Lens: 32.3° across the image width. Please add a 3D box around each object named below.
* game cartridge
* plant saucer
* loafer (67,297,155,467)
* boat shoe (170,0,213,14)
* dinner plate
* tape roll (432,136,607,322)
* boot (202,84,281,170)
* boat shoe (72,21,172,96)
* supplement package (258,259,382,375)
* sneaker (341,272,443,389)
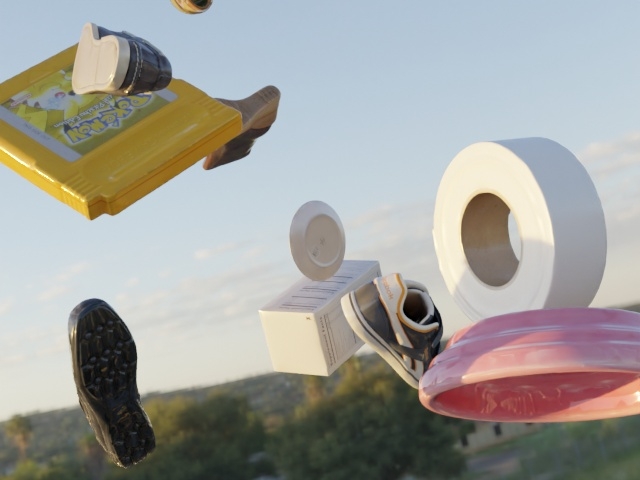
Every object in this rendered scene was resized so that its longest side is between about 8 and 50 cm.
[{"bbox_3d":[-0.324,-0.174,1.612,0.323,0.053,0.285,29,50,30],"label":"game cartridge"},{"bbox_3d":[0.282,0.150,1.318,0.332,0.084,0.332,-1,-19,0],"label":"plant saucer"},{"bbox_3d":[-0.239,0.153,1.216,0.076,0.223,0.078,-29,39,-27],"label":"loafer"},{"bbox_3d":[-0.285,-0.625,2.286,0.122,0.324,0.120,-24,24,-14],"label":"boat shoe"},{"bbox_3d":[0.000,0.000,1.916,0.141,0.141,0.017,-6,1,-45],"label":"dinner plate"},{"bbox_3d":[0.284,-0.008,1.617,0.100,0.286,0.286,-9,-8,-28],"label":"tape roll"},{"bbox_3d":[-0.190,-0.191,2.124,0.248,0.090,0.207,-28,-17,-38],"label":"boot"},{"bbox_3d":[-0.206,-0.178,1.131,0.064,0.075,0.206,9,8,-26],"label":"boat shoe"},{"bbox_3d":[0.013,0.145,2.157,0.133,0.139,0.244,0,22,35],"label":"supplement package"},{"bbox_3d":[0.169,0.166,1.987,0.127,0.126,0.321,-32,-40,14],"label":"sneaker"}]
